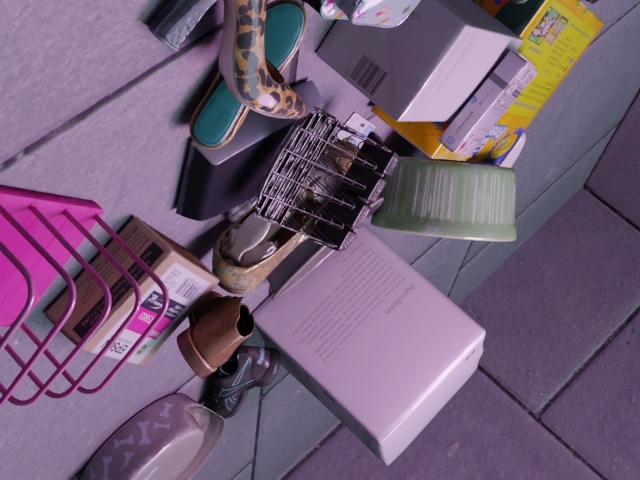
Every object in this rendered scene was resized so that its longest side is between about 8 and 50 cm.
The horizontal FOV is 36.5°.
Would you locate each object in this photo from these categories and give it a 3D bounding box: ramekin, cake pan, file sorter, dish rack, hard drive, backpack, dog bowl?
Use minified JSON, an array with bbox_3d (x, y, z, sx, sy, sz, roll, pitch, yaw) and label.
[{"bbox_3d":[0.261,-0.090,2.008,0.303,0.303,0.148,-6,102,-65],"label":"ramekin"},{"bbox_3d":[0.000,0.000,1.886,0.293,0.054,0.293,-43,176,-4],"label":"cake pan"},{"bbox_3d":[-0.343,0.075,1.130,0.202,0.182,0.291,-51,162,10],"label":"file sorter"},{"bbox_3d":[0.001,-0.097,1.515,0.271,0.074,0.208,21,100,-53],"label":"dish rack"},{"bbox_3d":[-0.101,-0.132,1.473,0.255,0.054,0.172,-34,157,-38],"label":"hard drive"},{"bbox_3d":[0.070,-0.370,1.241,0.166,0.144,0.188,-11,136,-54],"label":"backpack"},{"bbox_3d":[-0.360,0.464,2.032,0.349,0.102,0.348,-43,161,-19],"label":"dog bowl"}]

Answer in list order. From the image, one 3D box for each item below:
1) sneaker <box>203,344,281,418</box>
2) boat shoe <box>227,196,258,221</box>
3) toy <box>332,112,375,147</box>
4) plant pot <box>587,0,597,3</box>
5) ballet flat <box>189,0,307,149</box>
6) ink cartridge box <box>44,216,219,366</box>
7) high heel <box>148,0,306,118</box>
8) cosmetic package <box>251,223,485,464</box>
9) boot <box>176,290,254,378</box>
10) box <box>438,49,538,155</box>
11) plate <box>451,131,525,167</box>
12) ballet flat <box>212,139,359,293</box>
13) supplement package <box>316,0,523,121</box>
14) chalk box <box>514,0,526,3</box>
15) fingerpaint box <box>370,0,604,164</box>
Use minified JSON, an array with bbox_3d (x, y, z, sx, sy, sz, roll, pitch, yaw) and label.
[{"bbox_3d":[-0.195,0.300,2.122,0.106,0.101,0.267,22,132,-28],"label":"sneaker"},{"bbox_3d":[-0.134,-0.060,1.578,0.035,0.035,0.100,-50,-171,-25],"label":"boat shoe"},{"bbox_3d":[0.029,-0.117,1.807,0.237,0.056,0.137,-51,163,9],"label":"toy"},{"bbox_3d":[0.477,-0.537,1.746,0.167,0.187,0.188,-57,160,17],"label":"plant pot"},{"bbox_3d":[-0.099,-0.226,1.288,0.232,0.080,0.073,-51,-170,15],"label":"ballet flat"},{"bbox_3d":[-0.274,0.084,1.467,0.193,0.088,0.234,-49,163,-2],"label":"ink cartridge box"},{"bbox_3d":[-0.055,-0.256,1.162,0.186,0.093,0.261,-47,138,12],"label":"high heel"},{"bbox_3d":[0.110,0.228,2.158,0.327,0.394,0.329,-45,161,-11],"label":"cosmetic package"},{"bbox_3d":[-0.161,0.138,1.639,0.115,0.112,0.305,-34,-168,3],"label":"boot"},{"bbox_3d":[0.283,-0.226,1.627,0.186,0.038,0.145,-53,166,15],"label":"box"},{"bbox_3d":[0.387,-0.193,2.258,0.277,0.045,0.278,-57,-165,29],"label":"plate"},{"bbox_3d":[-0.053,-0.056,1.633,0.348,0.123,0.123,-46,162,-14],"label":"ballet flat"},{"bbox_3d":[0.165,-0.304,1.531,0.175,0.177,0.293,-55,161,22],"label":"supplement package"},{"bbox_3d":[0.310,-0.500,1.468,0.179,0.180,0.289,-41,162,-22],"label":"chalk box"},{"bbox_3d":[0.334,-0.342,1.873,0.371,0.163,0.445,-55,161,18],"label":"fingerpaint box"}]
